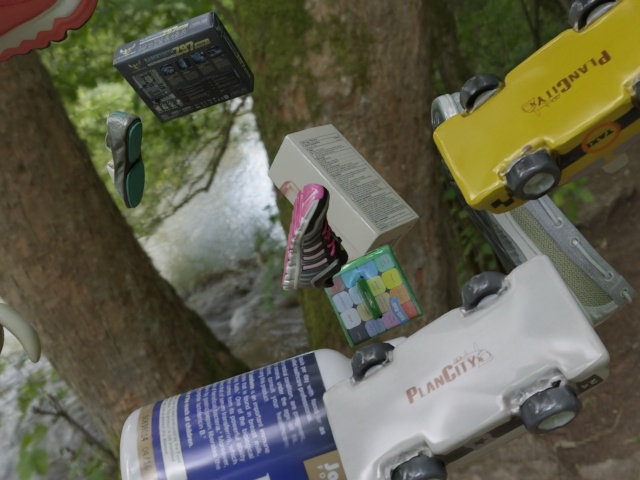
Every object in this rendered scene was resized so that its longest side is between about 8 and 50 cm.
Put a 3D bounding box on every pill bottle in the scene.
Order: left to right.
[{"bbox_3d":[-0.028,0.186,0.617,0.265,0.153,0.153,-19,24,-2],"label":"pill bottle"}]

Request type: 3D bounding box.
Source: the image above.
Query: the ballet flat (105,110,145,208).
[{"bbox_3d":[-0.377,-0.156,1.314,0.068,0.213,0.072,22,43,9],"label":"ballet flat"}]

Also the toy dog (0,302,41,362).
[{"bbox_3d":[-0.720,0.302,1.247,0.396,0.407,0.285,0,3,-20],"label":"toy dog"}]

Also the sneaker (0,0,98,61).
[{"bbox_3d":[-0.394,-0.232,0.714,0.314,0.136,0.116,-35,58,2],"label":"sneaker"}]

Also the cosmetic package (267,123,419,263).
[{"bbox_3d":[0.044,-0.094,1.457,0.153,0.129,0.296,-22,64,-42],"label":"cosmetic package"}]

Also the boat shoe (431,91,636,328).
[{"bbox_3d":[0.234,-0.037,0.774,0.103,0.320,0.118,-34,4,1],"label":"boat shoe"}]

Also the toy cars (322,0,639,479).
[{"bbox_3d":[0.141,0.005,0.467,0.177,0.087,0.393,17,80,45],"label":"toy cars"}]

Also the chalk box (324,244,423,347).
[{"bbox_3d":[0.083,0.091,1.160,0.132,0.132,0.213,-25,-2,0],"label":"chalk box"}]

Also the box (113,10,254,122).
[{"bbox_3d":[-0.281,-0.356,1.432,0.233,0.183,0.059,-16,52,16],"label":"box"}]

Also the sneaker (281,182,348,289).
[{"bbox_3d":[0.000,0.000,0.820,0.075,0.170,0.063,8,44,-6],"label":"sneaker"}]
